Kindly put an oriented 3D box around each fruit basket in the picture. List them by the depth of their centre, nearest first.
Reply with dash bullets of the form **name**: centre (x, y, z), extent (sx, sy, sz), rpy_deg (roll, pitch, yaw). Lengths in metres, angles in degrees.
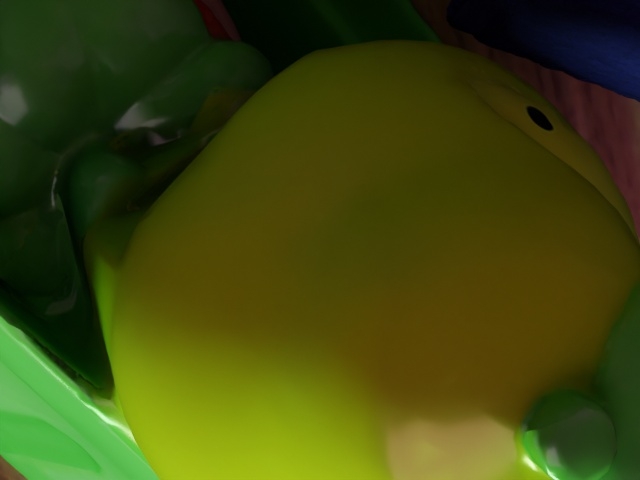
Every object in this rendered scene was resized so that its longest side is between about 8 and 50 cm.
- **fruit basket**: centre (0.000, 0.000, 0.562), extent (0.392, 0.283, 0.392), rpy_deg (18, 144, 14)

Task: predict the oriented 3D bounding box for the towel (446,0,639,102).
- **towel**: centre (0.207, -0.073, 0.538), extent (0.308, 0.076, 0.227), rpy_deg (22, 174, -3)
